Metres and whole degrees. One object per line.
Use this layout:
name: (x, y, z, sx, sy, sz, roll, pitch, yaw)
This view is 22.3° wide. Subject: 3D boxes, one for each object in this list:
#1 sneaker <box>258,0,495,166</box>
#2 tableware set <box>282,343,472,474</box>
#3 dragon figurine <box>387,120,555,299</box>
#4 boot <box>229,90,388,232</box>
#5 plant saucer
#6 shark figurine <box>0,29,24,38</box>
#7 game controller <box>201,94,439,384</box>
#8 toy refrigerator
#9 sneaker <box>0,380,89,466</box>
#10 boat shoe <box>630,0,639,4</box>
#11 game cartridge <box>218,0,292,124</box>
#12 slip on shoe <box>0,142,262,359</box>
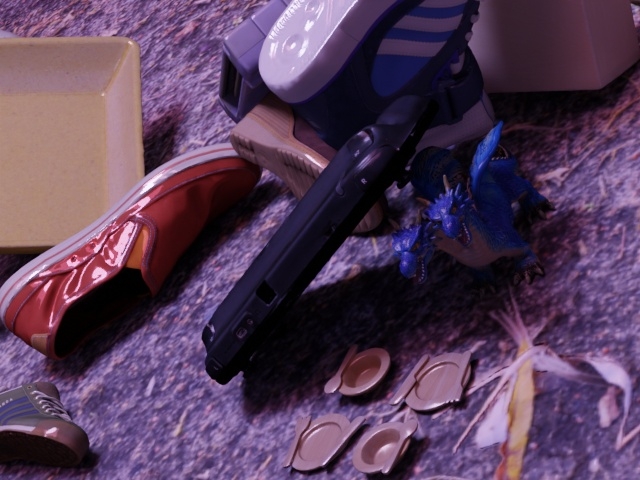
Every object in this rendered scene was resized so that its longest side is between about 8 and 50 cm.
sneaker: (0.116, -0.211, 1.548, 0.323, 0.236, 0.130, -48, 41, 11)
tableware set: (0.047, 0.144, 1.384, 0.168, 0.020, 0.141, -1, 45, 45)
dragon figurine: (0.136, -0.049, 1.440, 0.085, 0.144, 0.289, -18, 34, 28)
boot: (0.044, -0.119, 1.703, 0.207, 0.090, 0.248, -33, 42, -21)
plant saucer: (-0.379, -0.100, 1.949, 0.333, 0.081, 0.333, -1, 53, -7)
shark figurine: (-0.389, -0.218, 2.327, 0.278, 0.166, 0.116, 27, 98, 30)
game controller: (0.000, 0.000, 1.471, 0.319, 0.067, 0.166, -51, -6, 33)
toy refrigerator: (0.179, -0.211, 1.632, 0.269, 0.102, 0.094, 2, 27, 41)
sneaker: (-0.290, 0.178, 1.645, 0.192, 0.064, 0.086, -8, 45, 46)
boat shoe: (0.352, -0.281, 1.581, 0.121, 0.110, 0.341, -40, 29, -7)
game cartridge: (-0.009, -0.235, 1.794, 0.230, 0.068, 0.355, -35, -2, -6)
slip on shoe: (-0.193, 0.013, 1.759, 0.331, 0.123, 0.101, -36, 63, -11)
